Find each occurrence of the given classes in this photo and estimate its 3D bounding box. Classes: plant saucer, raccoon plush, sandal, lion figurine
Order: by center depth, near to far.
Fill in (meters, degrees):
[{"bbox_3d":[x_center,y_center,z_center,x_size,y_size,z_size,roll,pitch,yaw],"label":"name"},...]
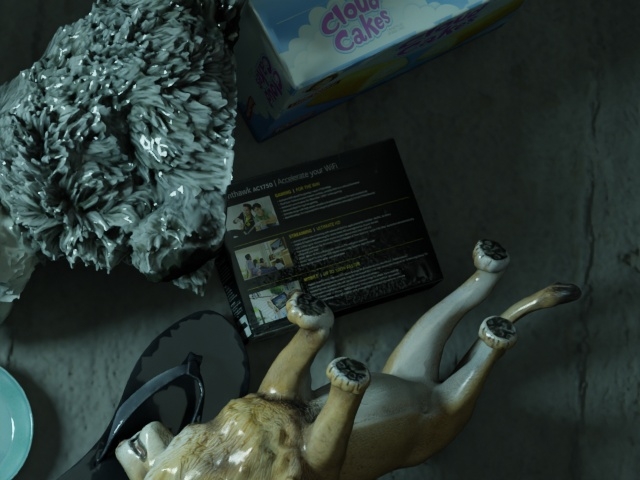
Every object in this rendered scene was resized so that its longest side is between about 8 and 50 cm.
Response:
[{"bbox_3d":[-0.222,-0.139,1.563,0.299,0.216,0.446,6,88,-11],"label":"raccoon plush"},{"bbox_3d":[-0.291,0.151,1.592,0.119,0.021,0.119,3,76,-13],"label":"plant saucer"},{"bbox_3d":[0.030,0.144,1.592,0.392,0.240,0.142,-8,45,-37],"label":"lion figurine"},{"bbox_3d":[-0.140,0.166,1.609,0.097,0.054,0.254,37,71,-4],"label":"sandal"}]

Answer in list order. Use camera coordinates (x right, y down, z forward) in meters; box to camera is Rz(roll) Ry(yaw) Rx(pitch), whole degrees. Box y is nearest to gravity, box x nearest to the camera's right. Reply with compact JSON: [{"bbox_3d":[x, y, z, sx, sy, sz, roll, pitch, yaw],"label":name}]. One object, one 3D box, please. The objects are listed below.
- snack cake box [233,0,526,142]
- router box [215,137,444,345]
[{"bbox_3d":[0.053,-0.193,1.695,0.264,0.152,0.089,-27,85,-18],"label":"snack cake box"},{"bbox_3d":[0.000,0.000,1.691,0.179,0.046,0.133,-16,81,-18],"label":"router box"}]
